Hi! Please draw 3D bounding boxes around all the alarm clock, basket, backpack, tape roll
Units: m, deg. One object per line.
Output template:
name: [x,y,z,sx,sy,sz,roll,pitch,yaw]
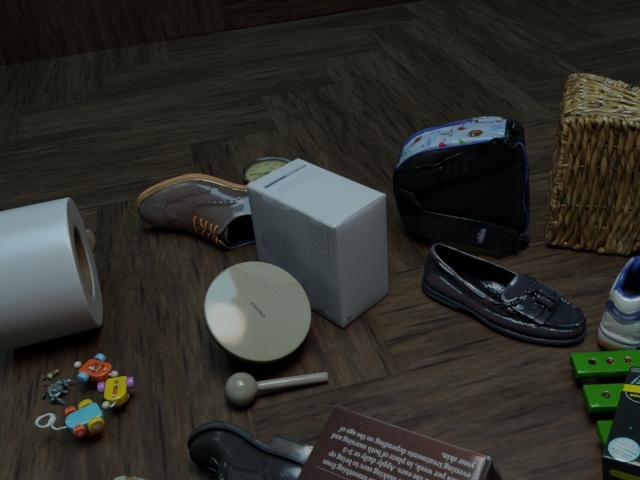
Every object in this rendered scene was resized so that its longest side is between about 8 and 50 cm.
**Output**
alarm clock: [-0.137,-0.139,1.555,0.192,0.064,0.129,-26,40,-31]
basket: [0.567,-0.152,1.273,0.213,0.299,0.223,7,37,17]
backpack: [0.282,-0.125,1.325,0.263,0.276,0.213,-5,29,12]
tape roll: [-0.506,0.058,1.166,0.169,0.246,0.246,-14,36,-13]

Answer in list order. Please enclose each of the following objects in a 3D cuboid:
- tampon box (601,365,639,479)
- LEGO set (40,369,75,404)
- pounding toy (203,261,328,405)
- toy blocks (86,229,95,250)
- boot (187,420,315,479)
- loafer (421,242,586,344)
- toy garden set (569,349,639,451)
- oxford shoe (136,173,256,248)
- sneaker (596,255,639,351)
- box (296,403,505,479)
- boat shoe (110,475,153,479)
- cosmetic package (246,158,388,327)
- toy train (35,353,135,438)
tampon box: [0.425,0.253,0.793,0.120,0.101,0.161,6,36,34]
LEGO set: [-0.445,0.242,1.087,0.083,0.023,0.054,22,43,33]
pounding toy: [-0.108,0.163,1.112,0.183,0.110,0.237,-8,63,-22]
toy blocks: [-0.578,0.022,1.393,0.148,0.054,0.123,1,36,10]
boot: [-0.118,0.356,0.817,0.263,0.091,0.229,-6,45,39]
loafer: [0.314,0.089,1.140,0.302,0.095,0.109,20,42,31]
toy garden set: [0.490,0.258,0.923,0.203,0.049,0.244,-4,34,6]
oxford shoe: [-0.232,-0.056,1.400,0.363,0.130,0.133,-1,43,8]
sneaker: [0.569,0.073,1.103,0.112,0.131,0.296,18,40,33]
box: [0.028,0.373,0.617,0.191,0.143,0.381,9,54,38]
boat shoe: [-0.241,0.380,0.832,0.072,0.068,0.190,1,34,-11]
cosmetic package: [0.000,0.000,1.197,0.138,0.224,0.224,-32,43,-32]
toy train: [-0.368,0.256,1.042,0.125,0.046,0.166,5,33,16]
